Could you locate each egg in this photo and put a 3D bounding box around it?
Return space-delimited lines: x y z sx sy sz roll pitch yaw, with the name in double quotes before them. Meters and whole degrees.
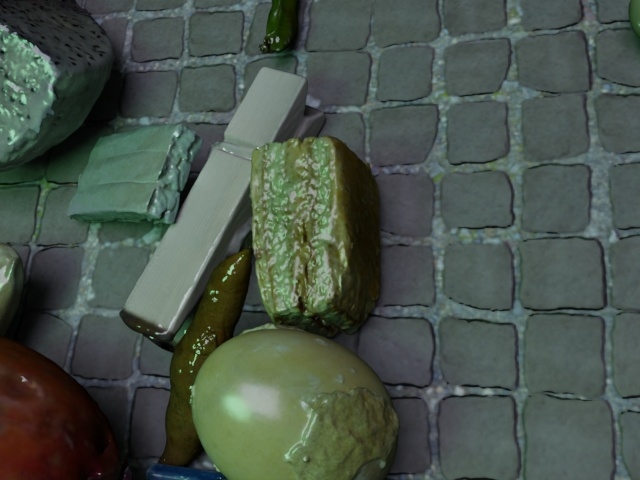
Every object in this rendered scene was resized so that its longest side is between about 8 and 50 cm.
"egg" -0.021 0.161 0.668 0.202 0.164 0.164 31 77 -18

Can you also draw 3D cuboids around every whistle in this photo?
"whistle" -0.108 0.267 0.701 0.158 0.090 0.090 3 71 15

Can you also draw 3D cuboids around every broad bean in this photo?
"broad bean" -0.050 -0.338 0.935 0.053 0.052 0.256 9 67 -21

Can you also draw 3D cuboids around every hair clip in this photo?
"hair clip" -0.104 -0.035 0.813 0.085 0.101 0.330 19 74 26

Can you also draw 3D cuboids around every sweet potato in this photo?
"sweet potato" -0.116 0.121 0.730 0.067 0.067 0.273 25 108 22

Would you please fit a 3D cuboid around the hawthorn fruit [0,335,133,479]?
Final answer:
"hawthorn fruit" -0.299 0.230 0.689 0.308 0.276 0.275 15 72 -10

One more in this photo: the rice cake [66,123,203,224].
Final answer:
"rice cake" -0.221 -0.072 0.844 0.211 0.038 0.124 -5 62 45

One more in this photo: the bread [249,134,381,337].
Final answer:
"bread" 0.000 0.000 0.751 0.102 0.138 0.196 -9 68 22

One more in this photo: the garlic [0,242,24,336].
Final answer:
"garlic" -0.467 0.096 0.850 0.318 0.112 0.143 -16 89 7

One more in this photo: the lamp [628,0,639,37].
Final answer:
"lamp" 0.400 -0.215 0.762 0.091 0.091 0.163 -43 82 -3

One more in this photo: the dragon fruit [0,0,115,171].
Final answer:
"dragon fruit" -0.411 -0.216 0.915 0.283 0.204 0.221 34 109 1
